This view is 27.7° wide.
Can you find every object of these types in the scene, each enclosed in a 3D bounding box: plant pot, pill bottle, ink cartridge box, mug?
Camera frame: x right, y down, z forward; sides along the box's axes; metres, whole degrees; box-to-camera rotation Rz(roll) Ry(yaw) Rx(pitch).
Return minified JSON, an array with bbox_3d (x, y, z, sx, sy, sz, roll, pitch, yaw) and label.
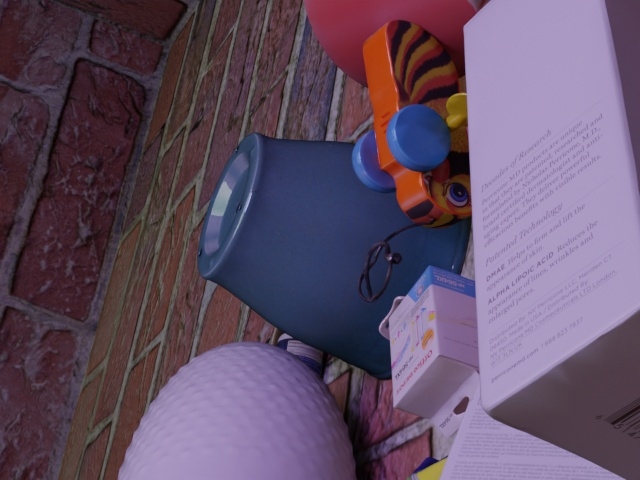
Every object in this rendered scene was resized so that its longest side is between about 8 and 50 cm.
[{"bbox_3d":[0.150,-0.314,1.468,0.243,0.275,0.275,-5,67,62],"label":"plant pot"},{"bbox_3d":[-0.030,0.165,1.767,0.067,0.067,0.120,-42,32,56],"label":"pill bottle"},{"bbox_3d":[0.130,0.115,1.304,0.092,0.089,0.143,-56,22,37],"label":"ink cartridge box"},{"bbox_3d":[0.000,0.000,1.546,0.272,0.255,0.272,-56,23,39],"label":"plant pot"},{"bbox_3d":[-0.116,0.313,1.520,0.374,0.276,0.328,-58,13,29],"label":"mug"},{"bbox_3d":[0.194,0.168,0.994,0.189,0.066,0.232,-3,39,33],"label":"ink cartridge box"}]

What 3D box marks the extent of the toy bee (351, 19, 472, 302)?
[{"bbox_3d":[0.116,-0.077,1.390,0.195,0.162,0.298,12,91,63],"label":"toy bee"}]

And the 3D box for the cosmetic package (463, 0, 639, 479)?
[{"bbox_3d":[0.231,-0.029,0.927,0.156,0.217,0.385,-42,30,37],"label":"cosmetic package"}]

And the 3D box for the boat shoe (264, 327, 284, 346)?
[{"bbox_3d":[-0.066,0.215,1.818,0.073,0.080,0.224,132,158,-62],"label":"boat shoe"}]

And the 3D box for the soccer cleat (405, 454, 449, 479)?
[{"bbox_3d":[0.151,0.211,1.142,0.289,0.093,0.121,-38,30,59],"label":"soccer cleat"}]

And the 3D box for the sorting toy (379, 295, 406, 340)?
[{"bbox_3d":[0.107,0.091,1.425,0.083,0.075,0.045,-61,20,26],"label":"sorting toy"}]
